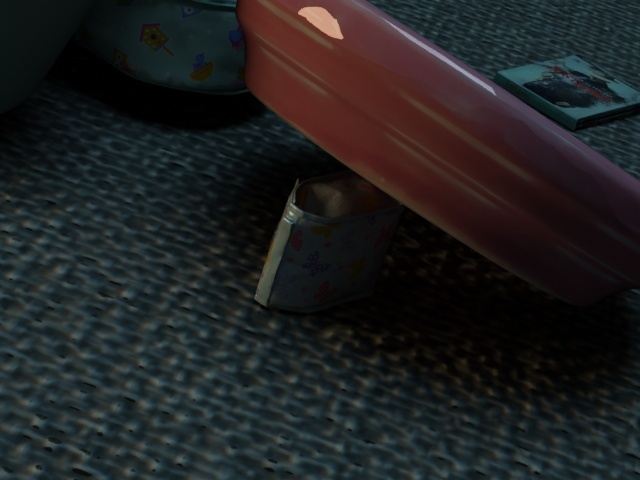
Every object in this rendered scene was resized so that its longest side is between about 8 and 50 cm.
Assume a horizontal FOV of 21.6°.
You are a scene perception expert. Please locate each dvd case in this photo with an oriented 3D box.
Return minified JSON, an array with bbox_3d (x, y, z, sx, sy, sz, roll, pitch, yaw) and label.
[{"bbox_3d":[0.211,-0.124,1.388,0.087,0.013,0.119,36,33,32],"label":"dvd case"}]

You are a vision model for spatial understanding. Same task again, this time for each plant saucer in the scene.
[{"bbox_3d":[0.078,-0.061,1.022,0.332,0.084,0.332,33,6,-4],"label":"plant saucer"}]

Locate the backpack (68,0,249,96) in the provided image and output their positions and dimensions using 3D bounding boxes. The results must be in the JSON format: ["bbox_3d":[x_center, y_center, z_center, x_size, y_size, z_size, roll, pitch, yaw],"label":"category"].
[{"bbox_3d":[-0.105,-0.182,1.185,0.166,0.144,0.188,-8,39,-47],"label":"backpack"}]

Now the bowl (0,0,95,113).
[{"bbox_3d":[-0.277,-0.176,1.053,0.311,0.163,0.311,14,29,-8],"label":"bowl"}]

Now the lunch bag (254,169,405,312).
[{"bbox_3d":[0.000,0.000,0.986,0.053,0.071,0.083,37,34,30],"label":"lunch bag"}]
